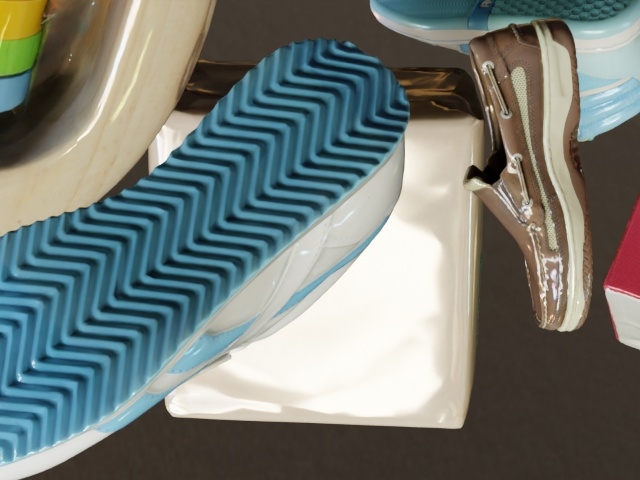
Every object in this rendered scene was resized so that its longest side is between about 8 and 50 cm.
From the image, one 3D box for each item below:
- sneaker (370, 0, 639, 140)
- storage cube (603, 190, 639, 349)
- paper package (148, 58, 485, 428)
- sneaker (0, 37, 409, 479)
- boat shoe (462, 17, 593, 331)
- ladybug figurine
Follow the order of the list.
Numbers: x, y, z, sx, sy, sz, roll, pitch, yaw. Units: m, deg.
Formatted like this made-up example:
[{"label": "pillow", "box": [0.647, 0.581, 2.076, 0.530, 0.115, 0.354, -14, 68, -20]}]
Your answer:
[{"label": "sneaker", "box": [0.211, -0.196, 1.607, 0.319, 0.208, 0.127, 15, -120, 35]}, {"label": "storage cube", "box": [0.329, -0.001, 1.090, 0.184, 0.215, 0.193, 20, -100, 18]}, {"label": "paper package", "box": [0.000, 0.000, 1.437, 0.309, 0.325, 0.168, 2, -156, 5]}, {"label": "sneaker", "box": [-0.059, 0.022, 0.569, 0.229, 0.092, 0.087, -34, -113, -10]}, {"label": "boat shoe", "box": [0.163, -0.049, 1.225, 0.095, 0.257, 0.095, -7, -172, -3]}, {"label": "ladybug figurine", "box": [-0.230, -0.183, 1.003, 0.305, 0.449, 0.162, 13, -148, -22]}]
